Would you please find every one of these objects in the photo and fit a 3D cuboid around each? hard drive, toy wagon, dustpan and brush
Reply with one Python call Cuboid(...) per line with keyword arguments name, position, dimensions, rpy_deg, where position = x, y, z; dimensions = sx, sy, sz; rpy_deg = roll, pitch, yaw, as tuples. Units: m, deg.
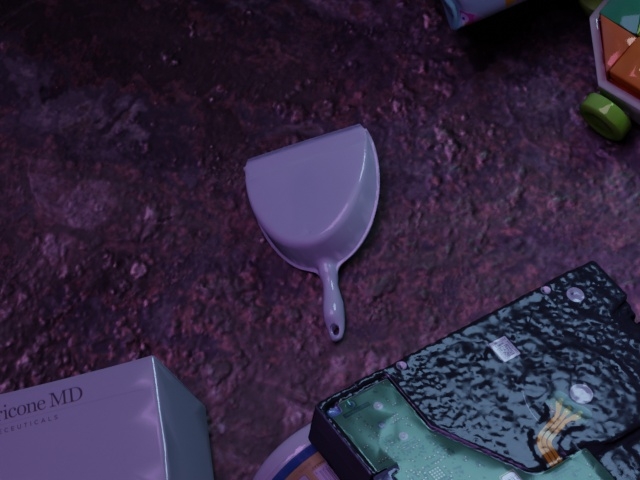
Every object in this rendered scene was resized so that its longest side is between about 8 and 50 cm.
Cuboid(name="hard drive", position=(0.191, 0.176, 1.688), dimensions=(0.339, 0.064, 0.237), rpy_deg=(-26, 59, -29))
Cuboid(name="toy wagon", position=(0.375, -0.206, 1.883), dimensions=(0.344, 0.068, 0.267), rpy_deg=(36, 80, 26))
Cuboid(name="dustpan and brush", position=(0.000, 0.000, 1.909), dimensions=(0.147, 0.060, 0.211), rpy_deg=(-17, 56, 20))

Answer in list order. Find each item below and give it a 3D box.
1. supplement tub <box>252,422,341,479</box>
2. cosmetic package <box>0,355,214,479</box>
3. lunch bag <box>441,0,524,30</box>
Cuboid(name="supplement tub", position=(0.041, 0.272, 1.718), dimensions=(0.144, 0.144, 0.200), rpy_deg=(-39, 62, -4))
Cuboid(name="cosmetic package", position=(-0.206, 0.325, 1.757), dimensions=(0.217, 0.156, 0.385), rpy_deg=(-16, 64, 10))
Cuboid(name="lunch bag", position=(0.194, -0.356, 1.948), dimensions=(0.223, 0.160, 0.262), rpy_deg=(-23, 29, 5))
